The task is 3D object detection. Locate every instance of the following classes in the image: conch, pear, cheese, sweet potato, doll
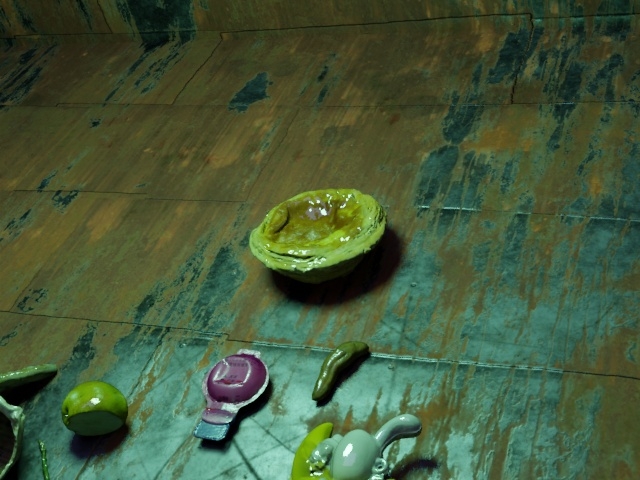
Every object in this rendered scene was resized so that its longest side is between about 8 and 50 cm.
[{"bbox_3d":[-0.739,0.421,1.826,0.263,0.324,0.186,-1,-4,24],"label":"conch"},{"bbox_3d":[-0.491,0.356,1.845,0.141,0.141,0.104,-15,56,0],"label":"pear"},{"bbox_3d":[-0.196,0.331,1.840,0.155,0.062,0.244,2,43,22],"label":"cheese"},{"bbox_3d":[0.031,0.275,1.840,0.053,0.054,0.182,13,49,43],"label":"sweet potato"},{"bbox_3d":[0.053,0.433,1.604,0.237,0.111,0.252,-6,38,36],"label":"doll"}]

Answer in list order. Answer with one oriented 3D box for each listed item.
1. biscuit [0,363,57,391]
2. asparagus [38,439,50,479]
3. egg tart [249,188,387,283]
[{"bbox_3d":[-0.771,0.338,1.978,0.289,0.141,0.038,-15,80,-3],"label":"biscuit"},{"bbox_3d":[-0.590,0.486,1.822,0.016,0.016,0.163,-15,36,-15],"label":"asparagus"},{"bbox_3d":[0.000,0.000,2.102,0.351,0.150,0.352,-8,34,6],"label":"egg tart"}]
